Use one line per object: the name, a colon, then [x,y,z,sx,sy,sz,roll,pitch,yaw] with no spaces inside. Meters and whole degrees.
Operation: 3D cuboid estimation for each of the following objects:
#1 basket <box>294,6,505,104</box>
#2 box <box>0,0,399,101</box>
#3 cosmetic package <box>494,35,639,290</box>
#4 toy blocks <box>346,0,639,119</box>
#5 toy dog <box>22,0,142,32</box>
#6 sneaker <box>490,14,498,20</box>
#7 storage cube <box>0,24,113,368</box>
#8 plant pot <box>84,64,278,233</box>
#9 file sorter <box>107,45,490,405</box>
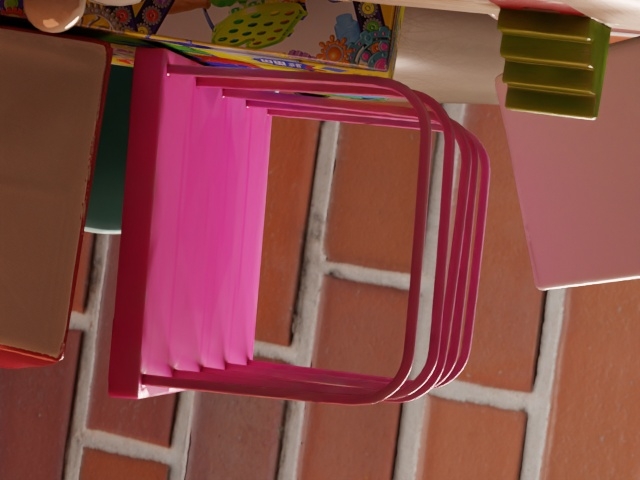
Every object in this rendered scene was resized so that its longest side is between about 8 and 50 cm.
basket: [0.097,-0.201,1.897,0.227,0.154,0.204,3,-176,-29]
box: [-0.080,-0.200,1.243,0.279,0.177,0.290,9,-179,3]
cosmetic package: [0.356,-0.082,1.259,0.230,0.161,0.453,-12,-179,-39]
toy blocks: [0.065,-0.167,0.908,0.381,0.190,0.261,8,-179,21]
toy dog: [-0.218,-0.177,0.787,0.334,0.161,0.220,31,170,1]
sneaker: [0.220,-0.206,1.336,0.305,0.114,0.152,-2,177,-39]
storage cube: [-0.237,-0.032,1.172,0.184,0.215,0.193,10,174,-13]
plant pot: [-0.216,-0.182,1.805,0.293,0.293,0.235,7,-165,-33]
file sorter: [0.000,0.000,1.257,0.182,0.202,0.291,5,179,11]
